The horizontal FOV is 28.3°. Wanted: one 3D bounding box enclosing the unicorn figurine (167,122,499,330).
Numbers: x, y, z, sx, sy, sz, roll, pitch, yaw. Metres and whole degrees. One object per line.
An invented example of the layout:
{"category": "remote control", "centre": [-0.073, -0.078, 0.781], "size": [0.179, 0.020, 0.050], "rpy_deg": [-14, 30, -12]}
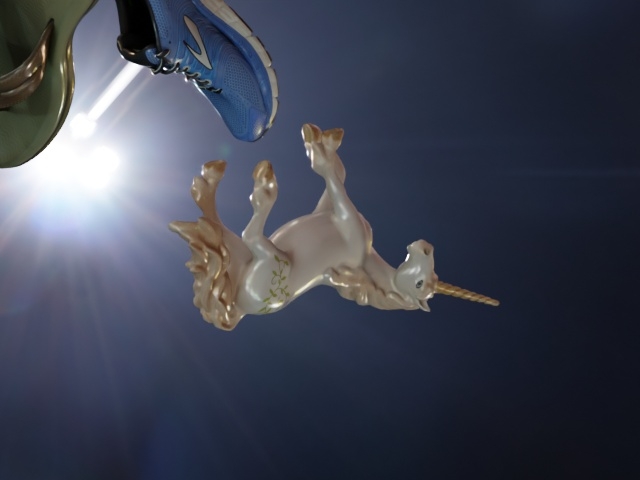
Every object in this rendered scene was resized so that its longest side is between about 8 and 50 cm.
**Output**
{"category": "unicorn figurine", "centre": [0.000, 0.000, 0.652], "size": [0.060, 0.162, 0.111], "rpy_deg": [30, 135, 63]}

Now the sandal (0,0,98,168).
{"category": "sandal", "centre": [-0.256, -0.174, 1.035], "size": [0.120, 0.303, 0.086], "rpy_deg": [43, -133, 11]}

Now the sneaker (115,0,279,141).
{"category": "sneaker", "centre": [-0.178, -0.244, 1.580], "size": [0.147, 0.130, 0.330], "rpy_deg": [-49, -59, -23]}
